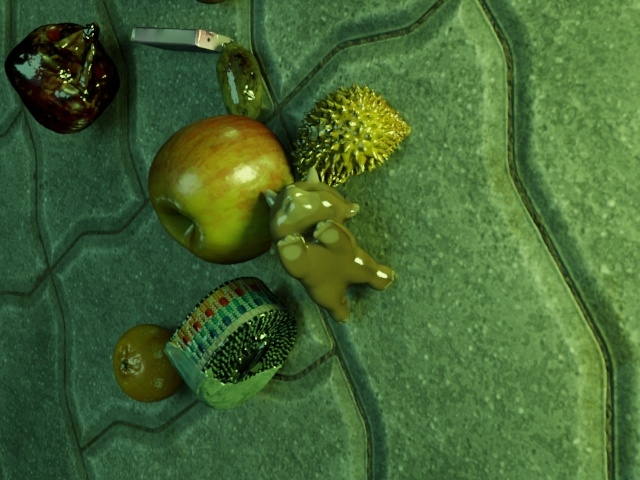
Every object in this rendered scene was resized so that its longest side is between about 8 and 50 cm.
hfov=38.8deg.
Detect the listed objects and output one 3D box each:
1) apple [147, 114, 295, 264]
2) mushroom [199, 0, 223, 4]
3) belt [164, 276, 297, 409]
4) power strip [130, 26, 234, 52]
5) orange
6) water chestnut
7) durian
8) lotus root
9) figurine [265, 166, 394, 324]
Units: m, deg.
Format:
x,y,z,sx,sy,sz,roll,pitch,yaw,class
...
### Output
x,y,z,sx,sy,sz,roll,pitch,yaw,class
-0.195,-0.097,1.727,0.301,0.301,0.302,-1,88,46,apple
-0.234,-0.627,1.900,0.253,0.153,0.253,-6,83,55,mushroom
-0.170,0.203,1.771,0.258,0.207,0.150,-53,52,10,belt
-0.304,-0.438,1.988,0.278,0.109,0.038,16,98,44,power strip
-0.384,0.275,2.030,0.177,0.155,0.178,-17,70,55,orange
-0.616,-0.407,2.219,0.244,0.289,0.289,-11,80,10,water chestnut
0.023,-0.191,1.641,0.249,0.137,0.183,-27,79,48,durian
-0.163,-0.323,1.857,0.080,0.089,0.179,97,160,-80,lotus root
0.001,-0.005,1.617,0.177,0.247,0.173,-42,32,19,figurine
